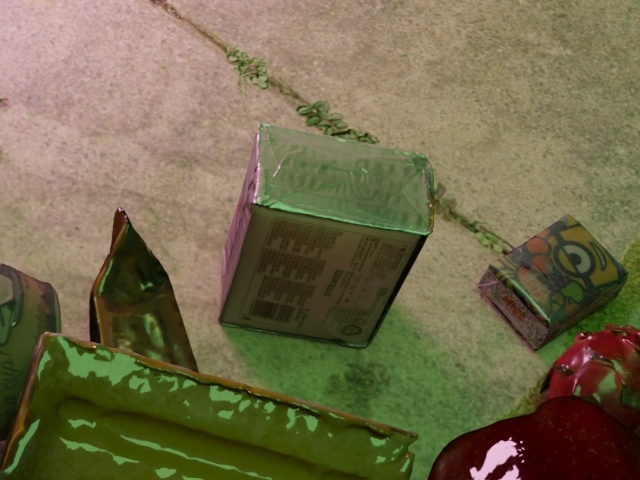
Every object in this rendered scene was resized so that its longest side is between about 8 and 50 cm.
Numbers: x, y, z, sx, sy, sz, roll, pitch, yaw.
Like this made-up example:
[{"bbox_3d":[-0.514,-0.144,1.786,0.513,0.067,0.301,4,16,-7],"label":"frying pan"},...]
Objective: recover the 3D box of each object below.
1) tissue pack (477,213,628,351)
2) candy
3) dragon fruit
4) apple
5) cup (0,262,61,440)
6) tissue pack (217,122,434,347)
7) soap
[{"bbox_3d":[0.275,0.049,1.453,0.148,0.060,0.109,-29,66,-31],"label":"tissue pack"},{"bbox_3d":[-0.182,0.101,1.222,0.101,0.143,0.271,-2,55,-24],"label":"candy"},{"bbox_3d":[0.307,0.168,1.330,0.166,0.136,0.133,-37,69,-23],"label":"dragon fruit"},{"bbox_3d":[0.222,0.311,1.107,0.288,0.288,0.317,2,46,-16],"label":"apple"},{"bbox_3d":[-0.373,0.140,1.111,0.257,0.227,0.301,5,81,-19],"label":"cup"},{"bbox_3d":[0.000,0.000,1.301,0.184,0.225,0.124,9,53,-10],"label":"tissue pack"},{"bbox_3d":[-0.119,0.256,1.038,0.335,0.156,0.294,16,84,-13],"label":"soap"}]
